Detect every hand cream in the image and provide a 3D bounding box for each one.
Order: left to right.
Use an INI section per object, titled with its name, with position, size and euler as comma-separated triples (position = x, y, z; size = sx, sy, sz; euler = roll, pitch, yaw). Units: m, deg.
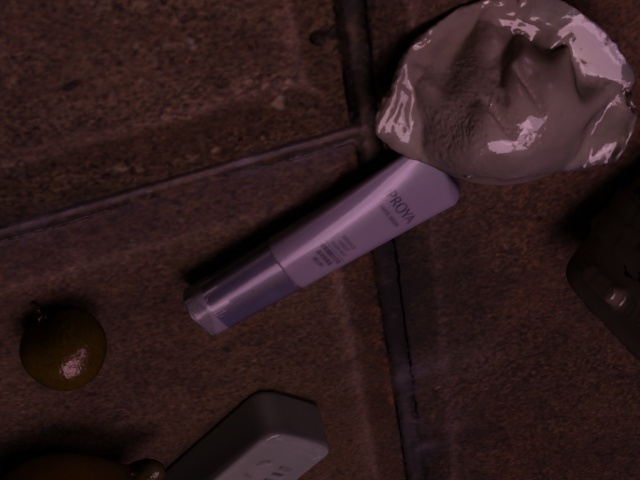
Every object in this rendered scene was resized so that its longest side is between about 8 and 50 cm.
[hand cream]
position = 0.000, 0.000, 1.255
size = 0.255, 0.048, 0.079
euler = -29, 141, 13

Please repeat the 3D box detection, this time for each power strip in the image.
[power strip]
position = -0.145, 0.291, 1.556
size = 0.091, 0.062, 0.385
euler = 22, 127, -38

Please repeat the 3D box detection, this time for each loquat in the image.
[loquat]
position = -0.237, 0.277, 1.427
size = 0.204, 0.149, 0.172
euler = -30, 143, -9

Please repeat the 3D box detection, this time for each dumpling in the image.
[dumpling]
position = 0.143, -0.117, 1.133
size = 0.181, 0.111, 0.155
euler = -1, 110, -33

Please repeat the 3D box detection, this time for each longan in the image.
[longan]
position = -0.222, 0.087, 1.260
size = 0.075, 0.075, 0.083
euler = -26, 102, 9

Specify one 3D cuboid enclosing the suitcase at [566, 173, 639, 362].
[suitcase]
position = 0.421, 0.105, 1.326
size = 0.339, 0.351, 0.194
euler = 21, 112, -43
